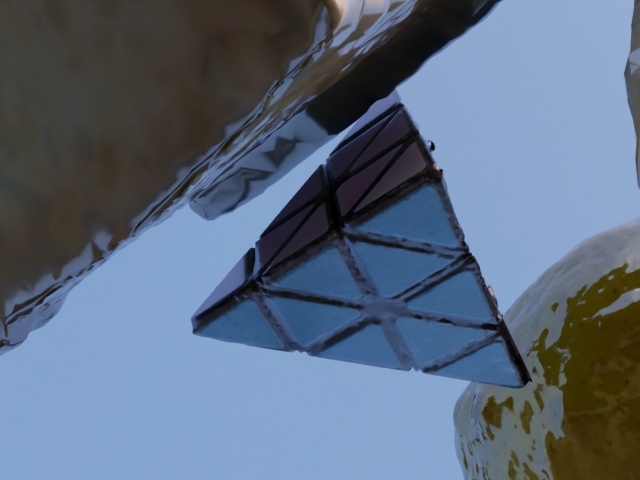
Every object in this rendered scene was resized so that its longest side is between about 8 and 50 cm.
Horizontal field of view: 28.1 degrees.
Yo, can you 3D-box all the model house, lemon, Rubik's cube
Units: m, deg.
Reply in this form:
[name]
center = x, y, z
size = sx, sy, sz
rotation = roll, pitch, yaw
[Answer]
[model house]
center = -0.126, -0.236, 0.794
size = 0.445, 0.400, 0.395
rotation = 52, -48, 1
[lemon]
center = 0.239, 0.119, 0.886
size = 0.285, 0.316, 0.285
rotation = -1, -89, -34
[Rubik's cube]
center = 0.000, 0.000, 0.779
size = 0.178, 0.190, 0.211
rotation = -21, -46, 6

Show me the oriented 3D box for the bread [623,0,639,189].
[bread]
center = 0.271, 0.110, 0.299
size = 0.371, 0.279, 0.390
rotation = 33, -130, -37
